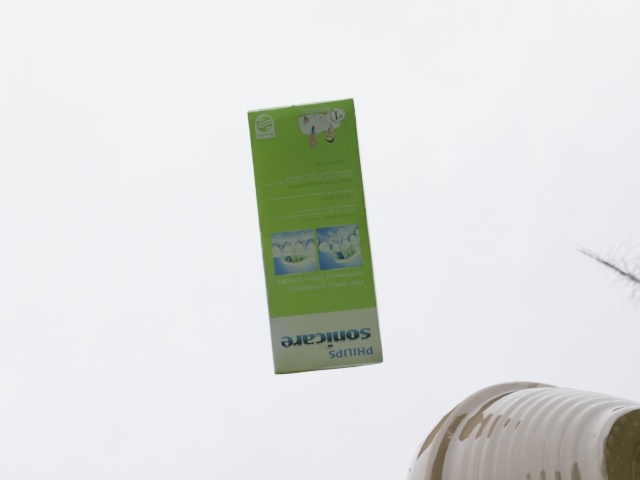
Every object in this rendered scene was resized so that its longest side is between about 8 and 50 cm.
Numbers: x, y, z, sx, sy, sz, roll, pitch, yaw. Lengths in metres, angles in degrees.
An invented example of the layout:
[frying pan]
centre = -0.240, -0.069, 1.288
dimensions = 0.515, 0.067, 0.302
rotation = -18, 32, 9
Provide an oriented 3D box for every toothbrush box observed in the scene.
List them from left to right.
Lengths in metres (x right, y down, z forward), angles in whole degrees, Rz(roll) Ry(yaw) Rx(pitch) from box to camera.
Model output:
[toothbrush box]
centre = 0.000, 0.000, 0.827
dimensions = 0.122, 0.206, 0.283
rotation = -8, -93, 3

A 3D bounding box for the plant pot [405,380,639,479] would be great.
[plant pot]
centre = 0.174, 0.172, 0.403
dimensions = 0.238, 0.237, 0.109
rotation = -4, -38, -33
